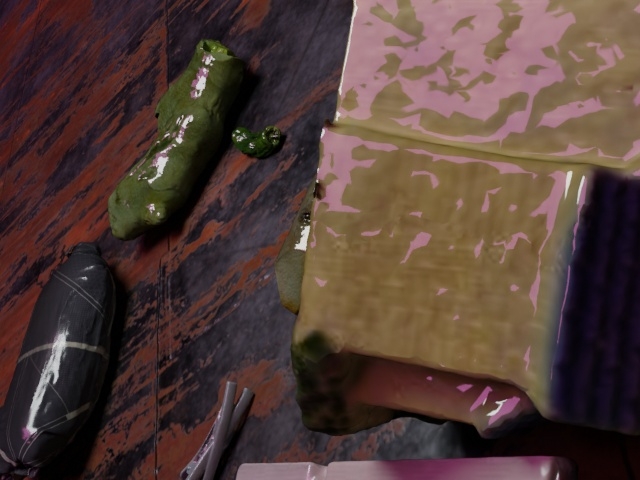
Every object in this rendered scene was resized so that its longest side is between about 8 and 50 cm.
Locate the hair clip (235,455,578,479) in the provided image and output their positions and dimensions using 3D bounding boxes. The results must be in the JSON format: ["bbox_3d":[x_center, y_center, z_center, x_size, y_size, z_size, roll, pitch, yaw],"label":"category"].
[{"bbox_3d":[0.059,0.196,0.658,0.331,0.101,0.085,-15,58,48],"label":"hair clip"}]

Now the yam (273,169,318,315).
[{"bbox_3d":[0.000,0.000,0.910,0.070,0.070,0.146,8,70,54],"label":"yam"}]

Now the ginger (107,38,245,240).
[{"bbox_3d":[-0.184,-0.129,1.241,0.137,0.089,0.289,14,80,37],"label":"ginger"}]

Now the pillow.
[{"bbox_3d":[-0.327,0.144,1.203,0.162,0.093,0.335,-29,43,43],"label":"pillow"}]

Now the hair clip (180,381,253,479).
[{"bbox_3d":[-0.104,0.191,0.932,0.039,0.030,0.115,17,78,57],"label":"hair clip"}]

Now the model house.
[{"bbox_3d":[0.157,-0.016,0.620,0.266,0.261,0.321,8,87,28],"label":"model house"}]

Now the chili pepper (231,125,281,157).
[{"bbox_3d":[-0.074,-0.117,1.141,0.030,0.034,0.091,-36,23,-28],"label":"chili pepper"}]
